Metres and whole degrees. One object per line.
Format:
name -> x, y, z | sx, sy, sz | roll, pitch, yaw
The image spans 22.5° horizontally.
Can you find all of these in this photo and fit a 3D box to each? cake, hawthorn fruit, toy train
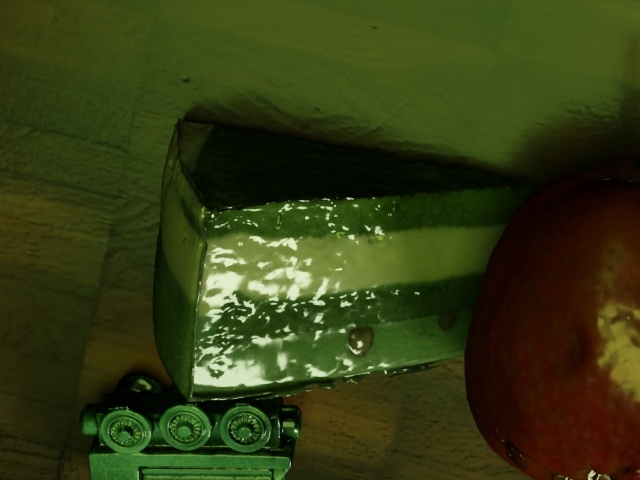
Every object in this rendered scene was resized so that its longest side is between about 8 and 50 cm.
cake -> 0.006, 0.000, 1.185 | 0.284, 0.172, 0.158 | -5, 116, -27
hawthorn fruit -> 0.209, 0.031, 1.100 | 0.211, 0.211, 0.299 | 6, 97, 4
toy train -> -0.098, 0.158, 1.233 | 0.171, 0.071, 0.111 | 0, 115, 5
